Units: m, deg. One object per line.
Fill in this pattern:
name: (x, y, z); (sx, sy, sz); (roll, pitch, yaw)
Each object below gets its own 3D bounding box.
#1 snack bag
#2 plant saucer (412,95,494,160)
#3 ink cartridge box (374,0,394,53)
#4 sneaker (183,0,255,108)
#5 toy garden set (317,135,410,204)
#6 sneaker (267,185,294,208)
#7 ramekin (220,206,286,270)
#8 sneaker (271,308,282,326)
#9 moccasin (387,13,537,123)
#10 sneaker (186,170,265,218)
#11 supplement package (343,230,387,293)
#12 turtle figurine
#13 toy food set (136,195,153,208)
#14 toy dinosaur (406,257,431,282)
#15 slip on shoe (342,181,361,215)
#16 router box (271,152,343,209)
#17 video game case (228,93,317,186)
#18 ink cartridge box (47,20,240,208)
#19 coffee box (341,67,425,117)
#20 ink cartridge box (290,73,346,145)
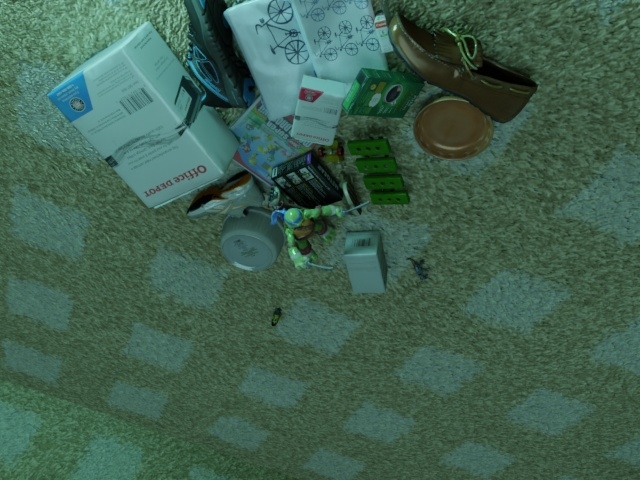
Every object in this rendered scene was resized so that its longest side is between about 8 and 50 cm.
snack bag: (-0.026, -0.450, 1.476); (0.342, 0.037, 0.323); (-11, 133, 14)
plant saucer: (0.334, -0.285, 1.575); (0.200, 0.037, 0.200); (9, 142, 7)
ink cartridge box: (0.141, -0.488, 1.405); (0.029, 0.063, 0.115); (-7, 132, 21)
sneaker: (-0.273, -0.456, 1.488); (0.139, 0.125, 0.341); (0, 133, 19)
toy garden set: (0.121, -0.194, 1.714); (0.203, 0.049, 0.244); (1, 143, 26)
sneaker: (-0.110, -0.118, 1.802); (0.075, 0.057, 0.161); (11, 173, -6)
ramekin: (-0.215, 0.003, 1.947); (0.207, 0.109, 0.207); (7, 136, 7)
sneaker: (-0.159, 0.282, 2.267); (0.031, 0.035, 0.083); (15, 136, -3)
moccasin: (0.320, -0.400, 1.400); (0.380, 0.139, 0.147); (28, 132, -15)
sneaker: (-0.282, -0.102, 1.862); (0.262, 0.099, 0.121); (-19, 127, 30)
supplement package: (0.143, 0.068, 1.935); (0.105, 0.105, 0.179); (-3, 133, 14)
turtle figurine: (0.000, 0.000, 1.769); (0.274, 0.198, 0.266); (5, 169, 8)
toy food set: (-0.533, -0.132, 1.945); (0.083, 0.020, 0.082); (-20, 127, 30)
toy dinosaur: (0.317, 0.093, 1.985); (0.090, 0.047, 0.082); (36, 152, 24)
slip on shoe: (0.079, -0.115, 1.761); (0.041, 0.051, 0.135); (-3, 150, 21)
router box: (-0.035, -0.159, 1.768); (0.133, 0.046, 0.179); (-18, 139, 27)
video game case: (-0.131, -0.283, 1.700); (0.204, 0.025, 0.285); (35, 132, -22)
ink cartridge box: (-0.446, -0.310, 1.626); (0.285, 0.166, 0.395); (-19, 123, 28)
coffee box: (0.150, -0.348, 1.489); (0.184, 0.040, 0.113); (-5, 143, -35)
ink cartridge box: (-0.006, -0.318, 1.537); (0.109, 0.063, 0.150); (11, 136, -5)
